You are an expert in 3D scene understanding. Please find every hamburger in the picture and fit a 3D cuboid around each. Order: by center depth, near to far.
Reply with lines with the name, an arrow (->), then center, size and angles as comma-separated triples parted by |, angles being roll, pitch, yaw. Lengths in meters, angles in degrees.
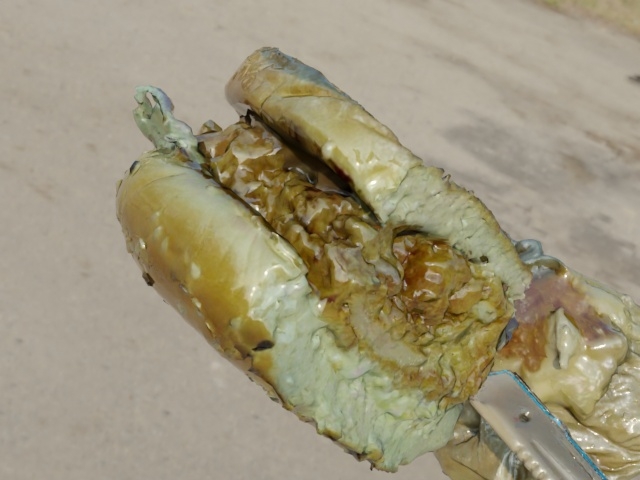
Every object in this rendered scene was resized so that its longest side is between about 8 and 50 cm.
hamburger -> 0.000, 0.000, 0.834 | 0.277, 0.195, 0.318 | 42, 1, 41

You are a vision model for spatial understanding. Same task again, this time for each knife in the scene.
knife -> 0.254, 0.248, 0.960 | 0.089, 0.043, 0.365 | -15, 54, -46

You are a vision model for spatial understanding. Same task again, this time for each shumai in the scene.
shumai -> 0.256, 0.102, 1.223 | 0.314, 0.262, 0.267 | -18, 21, -12
